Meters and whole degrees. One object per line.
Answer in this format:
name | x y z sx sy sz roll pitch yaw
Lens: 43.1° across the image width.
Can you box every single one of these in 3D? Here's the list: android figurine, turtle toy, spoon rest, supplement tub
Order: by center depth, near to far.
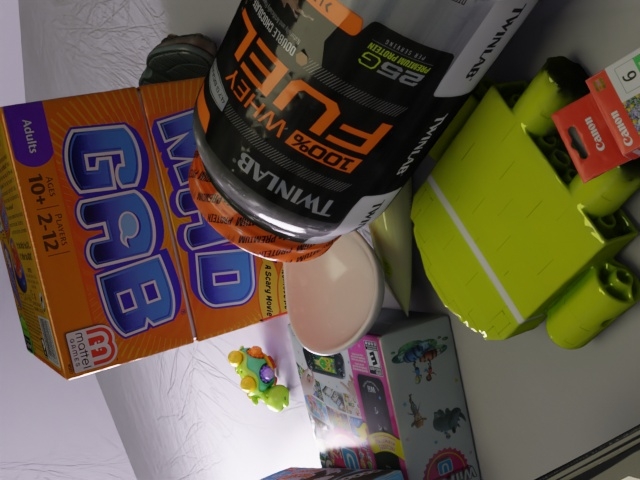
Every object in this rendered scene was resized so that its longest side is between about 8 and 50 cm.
supplement tub | 0.019 -0.148 0.698 0.207 0.207 0.338 59 135 28
android figurine | 0.169 -0.020 0.712 0.248 0.056 0.273 60 147 25
spoon rest | 0.000 0.000 0.918 0.137 0.084 0.276 -39 46 32
turtle toy | -0.099 0.227 1.333 0.130 0.066 0.095 60 173 22

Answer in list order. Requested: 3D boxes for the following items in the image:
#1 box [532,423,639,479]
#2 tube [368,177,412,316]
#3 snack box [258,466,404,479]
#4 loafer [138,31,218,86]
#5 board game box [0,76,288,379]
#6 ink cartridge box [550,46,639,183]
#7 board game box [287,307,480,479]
box | 0.289 0.289 0.470 0.318 0.097 0.395 -39 65 29
tube | 0.073 -0.042 0.882 0.062 0.070 0.240 6 115 30
snack box | 0.028 0.370 0.966 0.322 0.060 0.187 -32 75 63
loafer | -0.226 -0.293 1.292 0.267 0.096 0.084 -8 60 63
board game box | -0.287 -0.030 1.241 0.356 0.356 0.357 -1 102 63
ink cartridge box | 0.217 -0.093 0.559 0.115 0.029 0.063 -30 72 31
board game box | 0.080 0.239 0.971 0.224 0.097 0.304 -3 102 62
